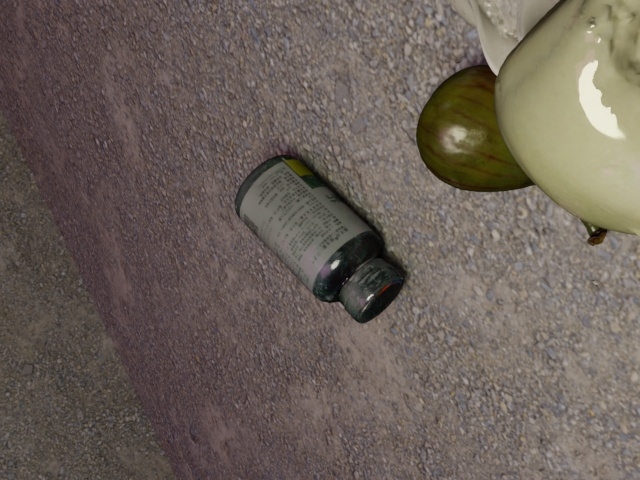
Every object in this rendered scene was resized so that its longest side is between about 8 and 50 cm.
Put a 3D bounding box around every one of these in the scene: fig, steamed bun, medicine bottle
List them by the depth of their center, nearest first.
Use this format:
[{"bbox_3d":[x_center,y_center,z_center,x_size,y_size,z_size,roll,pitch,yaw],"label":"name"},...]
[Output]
[{"bbox_3d":[0.308,-0.146,0.585,0.334,0.312,0.233,-42,91,21],"label":"steamed bun"},{"bbox_3d":[0.240,-0.103,0.888,0.259,0.151,0.151,27,138,4],"label":"fig"},{"bbox_3d":[0.000,0.000,1.220,0.293,0.141,0.141,45,142,23],"label":"medicine bottle"}]

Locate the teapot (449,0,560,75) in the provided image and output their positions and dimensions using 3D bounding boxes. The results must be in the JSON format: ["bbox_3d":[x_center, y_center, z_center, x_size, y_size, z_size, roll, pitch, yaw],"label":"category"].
[{"bbox_3d":[0.185,-0.327,0.763,0.300,0.166,0.208,63,158,-10],"label":"teapot"}]
